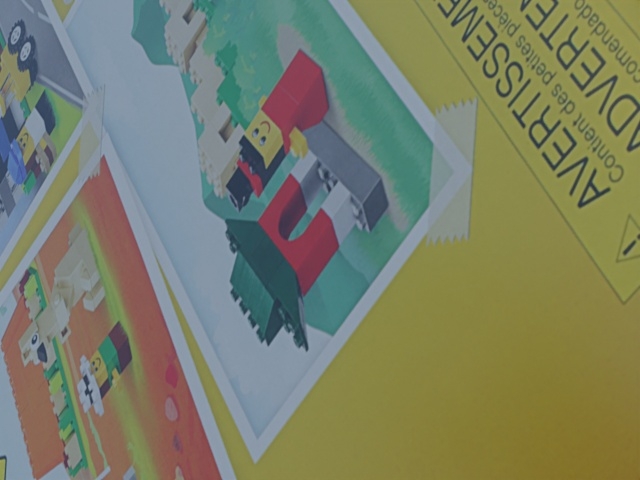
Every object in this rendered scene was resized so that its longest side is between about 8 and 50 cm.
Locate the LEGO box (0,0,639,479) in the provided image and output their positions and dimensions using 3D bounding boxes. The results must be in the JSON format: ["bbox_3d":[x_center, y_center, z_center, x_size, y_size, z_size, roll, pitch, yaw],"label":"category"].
[{"bbox_3d":[0.000,0.000,0.532,0.193,0.372,0.500,14,-145,-38],"label":"LEGO box"}]
